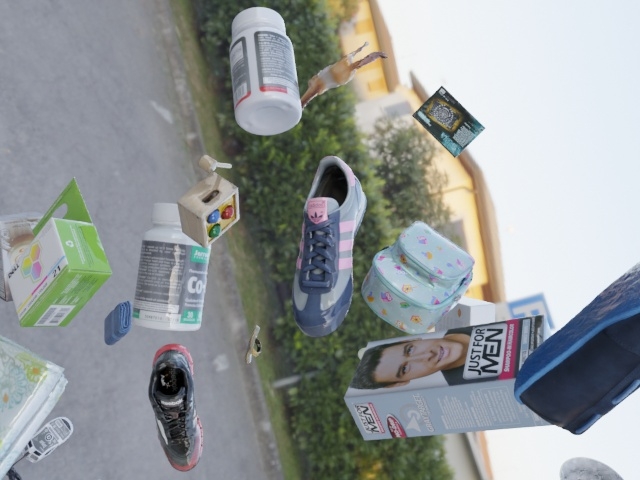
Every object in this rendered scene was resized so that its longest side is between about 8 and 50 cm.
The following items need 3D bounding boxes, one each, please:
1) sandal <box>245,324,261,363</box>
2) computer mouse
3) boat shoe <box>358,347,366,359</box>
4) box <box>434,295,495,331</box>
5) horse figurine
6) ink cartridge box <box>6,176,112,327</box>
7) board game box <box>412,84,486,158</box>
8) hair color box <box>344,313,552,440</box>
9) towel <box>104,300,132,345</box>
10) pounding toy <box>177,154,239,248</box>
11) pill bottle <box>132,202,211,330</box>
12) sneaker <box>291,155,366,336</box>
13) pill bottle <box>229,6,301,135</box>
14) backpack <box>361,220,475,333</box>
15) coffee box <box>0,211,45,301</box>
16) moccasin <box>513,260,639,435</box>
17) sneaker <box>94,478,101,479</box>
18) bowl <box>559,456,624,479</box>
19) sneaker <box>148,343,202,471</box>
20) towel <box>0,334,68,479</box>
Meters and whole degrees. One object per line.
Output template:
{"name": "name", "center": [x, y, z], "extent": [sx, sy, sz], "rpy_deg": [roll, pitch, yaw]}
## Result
{"name": "sandal", "center": [-0.226, 0.364, 2.080], "extent": [0.072, 0.049, 0.180], "rpy_deg": [-80, -173, -52]}
{"name": "computer mouse", "center": [-0.742, 0.544, 1.587], "extent": [0.106, 0.193, 0.042], "rpy_deg": [51, -34, 6]}
{"name": "boat shoe", "center": [0.165, 0.305, 1.600], "extent": [0.043, 0.137, 0.049], "rpy_deg": [-131, -133, -83]}
{"name": "box", "center": [0.420, 0.237, 1.767], "extent": [0.170, 0.091, 0.130], "rpy_deg": [-168, -102, -64]}
{"name": "horse figurine", "center": [0.044, -0.438, 1.590], "extent": [0.066, 0.263, 0.174], "rpy_deg": [55, 43, -20]}
{"name": "ink cartridge box", "center": [-0.539, 0.018, 1.203], "extent": [0.097, 0.189, 0.255], "rpy_deg": [10, 43, -54]}
{"name": "board game box", "center": [0.385, -0.356, 1.817], "extent": [0.186, 0.126, 0.026], "rpy_deg": [46, 5, 4]}
{"name": "hair color box", "center": [0.253, 0.265, 1.161], "extent": [0.113, 0.375, 0.185], "rpy_deg": [65, 29, -18]}
{"name": "towel", "center": [-0.413, 0.171, 1.237], "extent": [0.119, 0.029, 0.067], "rpy_deg": [-34, -125, 48]}
{"name": "pounding toy", "center": [-0.250, -0.111, 1.471], "extent": [0.094, 0.181, 0.206], "rpy_deg": [34, -32, 18]}
{"name": "pill bottle", "center": [-0.436, 0.079, 1.798], "extent": [0.204, 0.204, 0.361], "rpy_deg": [42, 54, -84]}
{"name": "sneaker", "center": [0.000, 0.000, 1.025], "extent": [0.131, 0.112, 0.319], "rpy_deg": [61, 32, -51]}
{"name": "pill bottle", "center": [-0.140, -0.420, 1.494], "extent": [0.161, 0.161, 0.283], "rpy_deg": [67, 14, -67]}
{"name": "backpack", "center": [0.170, 0.066, 1.071], "extent": [0.166, 0.188, 0.144], "rpy_deg": [39, -43, 16]}
{"name": "coffee box", "center": [-0.908, 0.045, 1.833], "extent": [0.141, 0.098, 0.246], "rpy_deg": [-12, 110, -45]}
{"name": "moccasin", "center": [0.373, 0.106, 0.687], "extent": [0.117, 0.342, 0.138], "rpy_deg": [41, 42, 6]}
{"name": "sneaker", "center": [-0.572, 0.700, 1.461], "extent": [0.121, 0.079, 0.217], "rpy_deg": [58, 33, -12]}
{"name": "bowl", "center": [0.678, 0.638, 1.516], "extent": [0.170, 0.170, 0.080], "rpy_deg": [-100, -168, -58]}
{"name": "sneaker", "center": [-0.311, 0.364, 1.288], "extent": [0.135, 0.098, 0.276], "rpy_deg": [158, -75, -82]}
{"name": "towel", "center": [-0.741, 0.358, 1.217], "extent": [0.374, 0.321, 0.090], "rpy_deg": [-61, 159, -27]}
